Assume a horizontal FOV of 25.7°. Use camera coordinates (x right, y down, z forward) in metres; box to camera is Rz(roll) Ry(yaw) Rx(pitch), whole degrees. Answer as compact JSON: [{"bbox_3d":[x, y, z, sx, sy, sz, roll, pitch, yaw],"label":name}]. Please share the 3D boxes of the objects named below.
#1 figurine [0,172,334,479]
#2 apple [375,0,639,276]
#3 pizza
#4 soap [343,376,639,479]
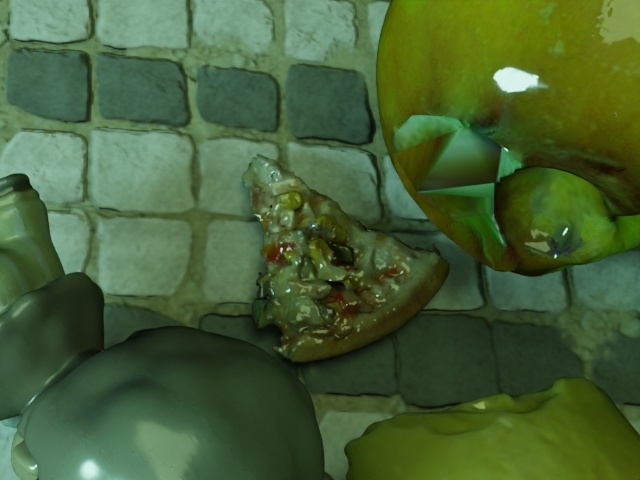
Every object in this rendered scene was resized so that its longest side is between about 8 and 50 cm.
[{"bbox_3d":[-0.144,0.114,0.966,0.380,0.203,0.248,45,28,13],"label":"figurine"},{"bbox_3d":[0.236,-0.133,1.119,0.384,0.374,0.374,26,57,21],"label":"apple"},{"bbox_3d":[0.000,0.000,1.166,0.185,0.052,0.195,-28,71,-29],"label":"pizza"},{"bbox_3d":[0.203,0.283,0.971,0.306,0.115,0.427,1,39,-29],"label":"soap"}]
